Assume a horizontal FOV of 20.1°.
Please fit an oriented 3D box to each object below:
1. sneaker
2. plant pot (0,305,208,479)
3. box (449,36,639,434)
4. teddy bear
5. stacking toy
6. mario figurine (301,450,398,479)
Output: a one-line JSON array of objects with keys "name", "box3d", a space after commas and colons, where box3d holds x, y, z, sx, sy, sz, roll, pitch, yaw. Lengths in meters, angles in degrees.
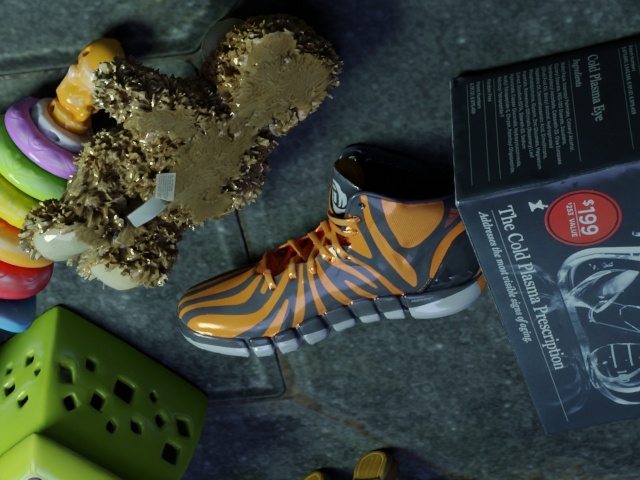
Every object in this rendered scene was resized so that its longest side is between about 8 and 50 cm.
[{"name": "sneaker", "box3d": [0.000, 0.000, 1.788, 0.321, 0.124, 0.180, -14, 129, 1]}, {"name": "plant pot", "box3d": [-0.280, 0.245, 1.965, 0.227, 0.207, 0.228, 35, 126, -27]}, {"name": "box", "box3d": [0.317, -0.011, 1.705, 0.312, 0.179, 0.343, -14, 133, 14]}, {"name": "teddy bear", "box3d": [-0.133, -0.088, 1.656, 0.245, 0.113, 0.338, 12, 122, -37]}, {"name": "stacking toy", "box3d": [-0.272, -0.075, 1.712, 0.165, 0.175, 0.302, 27, 116, -29]}, {"name": "mario figurine", "box3d": [0.100, 0.379, 2.168, 0.198, 0.170, 0.320, 6, 137, 51]}]
